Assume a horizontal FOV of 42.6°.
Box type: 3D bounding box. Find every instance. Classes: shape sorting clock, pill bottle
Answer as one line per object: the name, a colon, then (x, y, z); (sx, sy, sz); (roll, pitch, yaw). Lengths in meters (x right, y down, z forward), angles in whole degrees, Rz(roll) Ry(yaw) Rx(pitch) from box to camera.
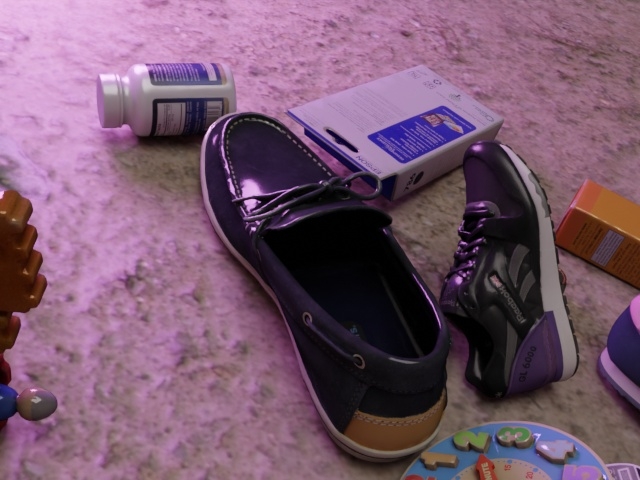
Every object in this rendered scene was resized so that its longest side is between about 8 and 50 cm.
shape sorting clock: (0.159, 0.237, 0.735); (0.206, 0.040, 0.206); (-19, 27, 10)
pill bottle: (-0.203, -0.185, 1.076); (0.169, 0.094, 0.094); (-5, 48, -22)

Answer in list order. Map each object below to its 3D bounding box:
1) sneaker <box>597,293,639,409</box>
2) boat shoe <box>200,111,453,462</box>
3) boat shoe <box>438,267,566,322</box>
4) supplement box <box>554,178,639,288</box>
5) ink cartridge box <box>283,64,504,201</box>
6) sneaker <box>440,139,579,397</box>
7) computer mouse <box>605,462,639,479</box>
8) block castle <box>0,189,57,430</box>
sneaker: (0.442, 0.166, 0.858); (0.112, 0.131, 0.319); (-14, 38, -39)
boat shoe: (0.000, 0.000, 0.916); (0.186, 0.156, 0.500); (-10, 49, -23)
boat shoe: (0.230, 0.056, 0.994); (0.178, 0.060, 0.064); (-8, 49, -24)
supplement box: (0.433, 0.015, 1.088); (0.233, 0.080, 0.078); (29, 46, 14)
ink cartridge box: (0.103, -0.149, 1.132); (0.165, 0.065, 0.332); (40, 40, 21)
sneaker: (0.187, 0.031, 0.899); (0.124, 0.107, 0.283); (-14, 86, -17)
computer mouse: (0.218, 0.259, 0.756); (0.193, 0.042, 0.106); (-16, 37, 15)
block castle: (-0.314, 0.082, 0.530); (0.212, 0.453, 0.303); (2, 45, -5)
